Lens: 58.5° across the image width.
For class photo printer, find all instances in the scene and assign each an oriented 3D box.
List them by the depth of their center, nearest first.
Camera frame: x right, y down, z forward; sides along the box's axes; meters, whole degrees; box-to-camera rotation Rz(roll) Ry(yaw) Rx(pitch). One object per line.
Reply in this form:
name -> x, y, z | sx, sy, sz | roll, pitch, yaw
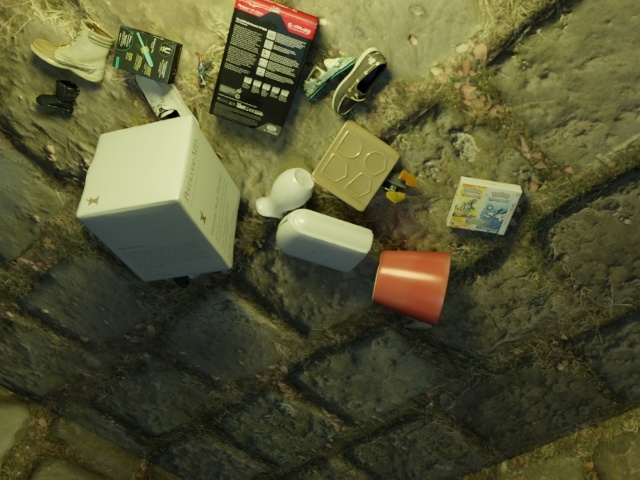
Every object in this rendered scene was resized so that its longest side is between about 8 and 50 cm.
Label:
photo printer -> 0.000, 0.000, 1.990 | 0.307, 0.107, 0.256 | 18, 157, -10

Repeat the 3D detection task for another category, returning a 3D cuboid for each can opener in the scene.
can opener -> 0.157, -0.215, 1.896 | 0.283, 0.076, 0.095 | 20, 95, -10

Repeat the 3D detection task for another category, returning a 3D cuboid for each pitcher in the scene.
pitcher -> -0.093, -0.148, 1.940 | 0.178, 0.125, 0.207 | 16, 142, -33

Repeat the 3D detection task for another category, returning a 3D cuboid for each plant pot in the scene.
plant pot -> 0.322, 0.154, 2.054 | 0.243, 0.275, 0.275 | 11, 129, 8

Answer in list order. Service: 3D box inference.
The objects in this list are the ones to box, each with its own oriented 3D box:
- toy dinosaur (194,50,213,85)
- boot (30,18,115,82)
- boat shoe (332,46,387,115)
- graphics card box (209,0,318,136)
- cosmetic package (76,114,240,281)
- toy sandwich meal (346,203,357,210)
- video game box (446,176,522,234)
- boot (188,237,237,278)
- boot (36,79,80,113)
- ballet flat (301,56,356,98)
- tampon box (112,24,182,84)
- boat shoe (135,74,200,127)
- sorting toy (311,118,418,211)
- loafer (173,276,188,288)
toy dinosaur -> -0.356, -0.511, 1.729 | 0.090, 0.047, 0.082 | 54, 131, 7
boot -> -0.724, -0.579, 1.673 | 0.213, 0.077, 0.165 | 23, 128, -19
boat shoe -> 0.112, -0.453, 1.680 | 0.081, 0.068, 0.228 | -1, 139, -41
graphics card box -> -0.171, -0.506, 1.666 | 0.233, 0.094, 0.371 | 17, 127, -8
cosmetic package -> -0.484, -0.116, 1.797 | 0.327, 0.329, 0.393 | -8, 146, 13
toy sandwich meal -> 0.124, -0.139, 1.973 | 0.085, 0.029, 0.085 | 0, 129, 0
video game box -> 0.553, -0.115, 1.938 | 0.205, 0.048, 0.187 | 8, 126, -1
boot -> -0.403, 0.069, 2.144 | 0.123, 0.095, 0.258 | 27, 125, -7
boot -> -0.826, -0.461, 1.797 | 0.121, 0.045, 0.099 | 17, 131, -17
ballet flat -> 0.016, -0.495, 1.680 | 0.188, 0.070, 0.070 | -34, 118, 24
tampon box -> -0.497, -0.534, 1.649 | 0.161, 0.101, 0.120 | 17, 106, -7
boat shoe -> -0.479, -0.412, 1.773 | 0.096, 0.088, 0.267 | -19, 125, 19
sorting toy -> 0.150, -0.214, 1.841 | 0.307, 0.041, 0.229 | 31, 95, -15
loafer -> -0.568, 0.131, 2.232 | 0.062, 0.061, 0.170 | -12, 127, 13
